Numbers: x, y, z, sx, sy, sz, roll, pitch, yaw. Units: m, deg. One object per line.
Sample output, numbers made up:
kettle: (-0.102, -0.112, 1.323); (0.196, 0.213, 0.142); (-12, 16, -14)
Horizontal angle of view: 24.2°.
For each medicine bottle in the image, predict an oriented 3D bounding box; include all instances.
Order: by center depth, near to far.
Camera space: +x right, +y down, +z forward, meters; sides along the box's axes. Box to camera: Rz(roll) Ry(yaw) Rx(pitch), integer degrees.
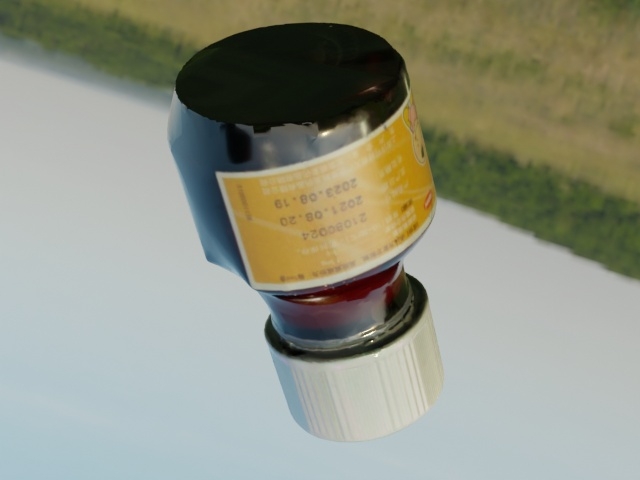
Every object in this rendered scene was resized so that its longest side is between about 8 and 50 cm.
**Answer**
medicine bottle: (0.000, 0.000, 1.467); (0.243, 0.395, 0.242); (-9, -146, 6)
